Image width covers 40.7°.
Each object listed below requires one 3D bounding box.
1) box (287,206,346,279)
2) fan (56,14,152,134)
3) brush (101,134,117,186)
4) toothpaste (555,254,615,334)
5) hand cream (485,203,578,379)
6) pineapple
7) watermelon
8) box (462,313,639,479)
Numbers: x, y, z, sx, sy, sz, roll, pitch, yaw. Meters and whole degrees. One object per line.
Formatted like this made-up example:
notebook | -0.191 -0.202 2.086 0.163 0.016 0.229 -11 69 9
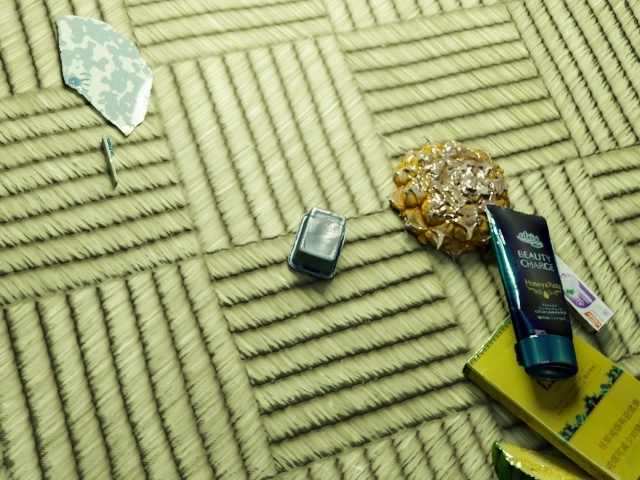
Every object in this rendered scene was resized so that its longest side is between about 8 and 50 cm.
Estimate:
box | 0.000 0.000 1.285 0.074 0.054 0.099 19 64 -5
fan | -0.338 -0.267 1.355 0.131 0.009 0.240 -26 74 -21
brush | -0.313 -0.120 1.293 0.013 0.016 0.084 -9 68 -27
toothpaste | 0.369 0.061 1.344 0.047 0.040 0.196 -39 79 -21
hand cream | 0.311 0.070 1.268 0.120 0.061 0.271 10 55 -24
pineapple | 0.212 -0.077 1.353 0.224 0.076 0.225 4 64 -9
watermelon | 0.328 0.352 1.213 0.181 0.075 0.092 13 20 -8
box | 0.360 0.219 1.238 0.279 0.041 0.153 38 64 21
